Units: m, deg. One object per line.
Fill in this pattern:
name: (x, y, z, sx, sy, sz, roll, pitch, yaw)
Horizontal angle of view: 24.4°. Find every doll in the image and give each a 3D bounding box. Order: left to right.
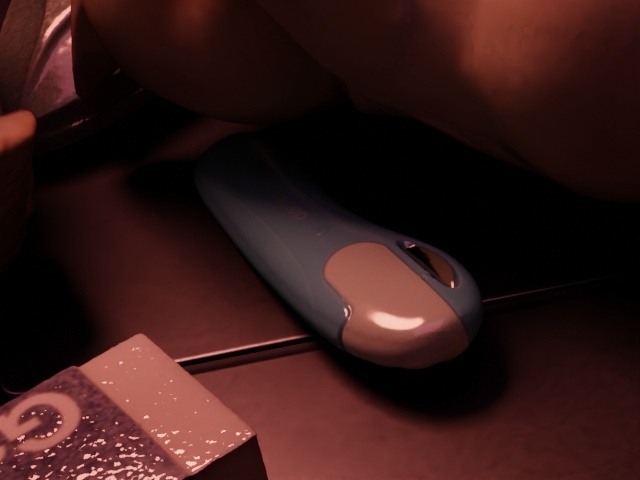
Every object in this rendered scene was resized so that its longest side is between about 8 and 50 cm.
doll: (0.057, -0.135, 0.644, 0.370, 0.215, 0.226, 12, -4, 14)

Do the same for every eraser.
eraser: (-0.126, 0.116, 0.511, 0.212, 0.046, 0.092, -30, 38, -23)

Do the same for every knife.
knife: (0.000, 0.000, 0.647, 0.064, 0.031, 0.222, -28, 33, -14)

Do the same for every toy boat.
toy boat: (-0.091, -0.158, 0.857, 0.141, 0.092, 0.319, 8, 48, 26)

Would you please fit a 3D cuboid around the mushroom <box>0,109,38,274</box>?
mushroom: (-0.263, -0.080, 0.655, 0.290, 0.297, 0.297, 36, 54, 20)
